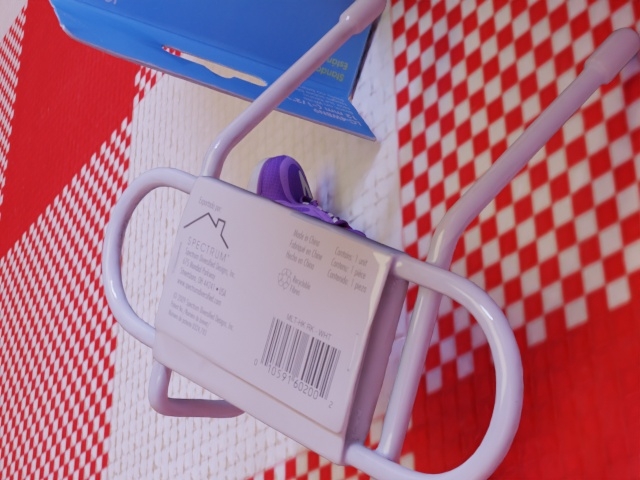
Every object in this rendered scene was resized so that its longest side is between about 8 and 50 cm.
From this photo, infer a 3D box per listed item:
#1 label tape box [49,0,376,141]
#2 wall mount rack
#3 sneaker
[{"bbox_3d":[-0.084,-0.240,0.871,0.115,0.249,0.347,-59,32,26],"label":"label tape box"},{"bbox_3d":[0.023,-0.003,0.665,0.350,0.130,0.304,22,99,45],"label":"wall mount rack"},{"bbox_3d":[0.000,0.000,0.824,0.071,0.068,0.170,-41,51,25],"label":"sneaker"}]
